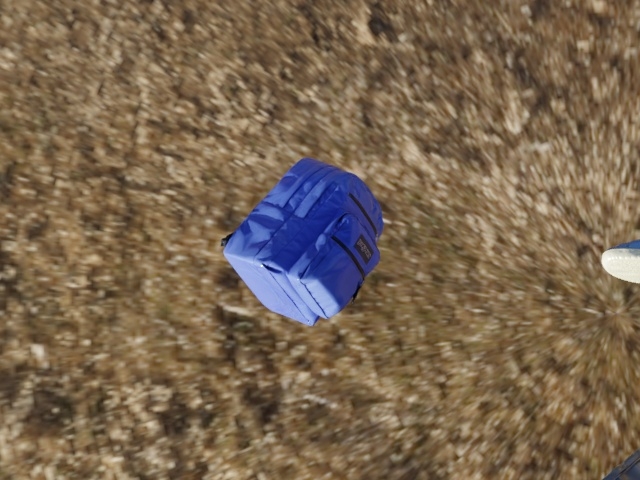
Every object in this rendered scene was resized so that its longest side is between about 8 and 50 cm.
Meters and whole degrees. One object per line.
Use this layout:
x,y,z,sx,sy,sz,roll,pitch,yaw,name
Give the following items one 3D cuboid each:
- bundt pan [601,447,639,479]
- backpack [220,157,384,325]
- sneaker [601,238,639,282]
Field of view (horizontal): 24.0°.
0.304,0.381,1.709,0.331,0.331,0.124,-45,72,6,bundt pan
0.000,0.000,1.242,0.101,0.098,0.120,20,65,37,backpack
0.402,0.000,1.743,0.152,0.058,0.085,-1,57,8,sneaker
